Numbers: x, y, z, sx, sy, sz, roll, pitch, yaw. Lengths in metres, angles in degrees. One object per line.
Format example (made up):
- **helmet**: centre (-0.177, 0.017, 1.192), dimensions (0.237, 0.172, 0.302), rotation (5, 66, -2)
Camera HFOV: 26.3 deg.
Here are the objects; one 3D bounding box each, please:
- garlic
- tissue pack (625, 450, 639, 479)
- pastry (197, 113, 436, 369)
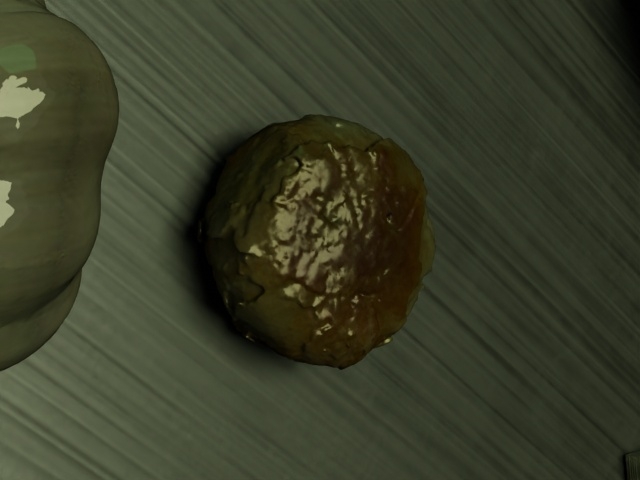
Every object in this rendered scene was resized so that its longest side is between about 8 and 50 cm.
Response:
- **garlic**: centre (-0.172, -0.042, 0.635), dimensions (0.178, 0.142, 0.229), rotation (-18, 106, -41)
- **tissue pack**: centre (0.278, 0.185, 1.063), dimensions (0.108, 0.023, 0.056), rotation (-6, 90, -39)
- **pastry**: centre (0.002, 0.001, 0.811), dimensions (0.153, 0.081, 0.153), rotation (2, 87, -43)
